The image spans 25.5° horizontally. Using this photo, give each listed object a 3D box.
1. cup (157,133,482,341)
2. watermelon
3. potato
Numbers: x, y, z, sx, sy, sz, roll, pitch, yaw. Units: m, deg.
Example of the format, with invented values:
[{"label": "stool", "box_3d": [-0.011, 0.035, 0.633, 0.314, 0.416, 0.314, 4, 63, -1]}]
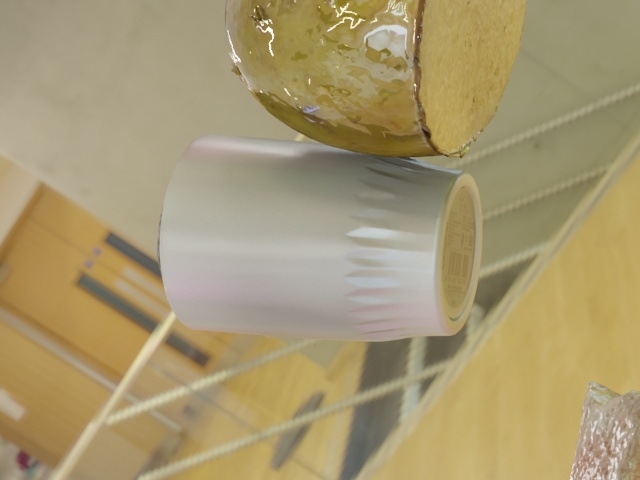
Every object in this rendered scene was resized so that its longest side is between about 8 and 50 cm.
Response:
[{"label": "cup", "box_3d": [0.000, 0.000, 1.764, 0.253, 0.371, 0.253, 4, -90, -70]}, {"label": "watermelon", "box_3d": [0.368, 0.262, 1.517, 0.310, 0.232, 0.193, -17, 0, -12]}, {"label": "potato", "box_3d": [0.048, -0.307, 1.661, 0.442, 0.319, 0.385, -57, -34, -52]}]
